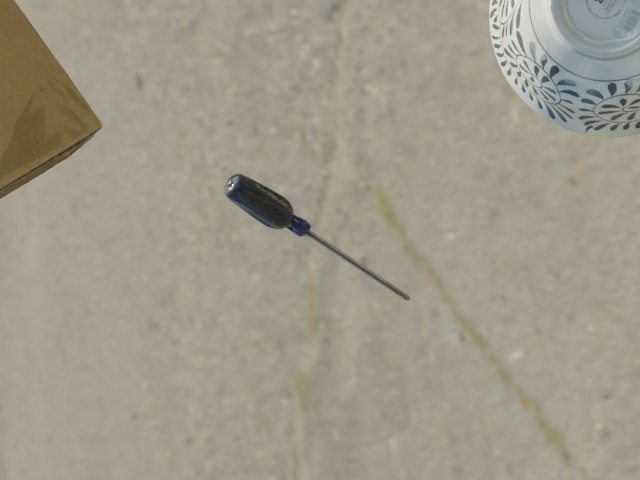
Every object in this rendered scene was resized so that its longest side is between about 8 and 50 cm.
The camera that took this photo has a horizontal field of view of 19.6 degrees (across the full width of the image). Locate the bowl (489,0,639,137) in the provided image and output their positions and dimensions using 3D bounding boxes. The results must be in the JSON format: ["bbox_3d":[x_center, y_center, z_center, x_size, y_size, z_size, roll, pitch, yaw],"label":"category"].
[{"bbox_3d":[0.191,-0.154,1.222,0.080,0.170,0.170,-4,-102,-77],"label":"bowl"}]

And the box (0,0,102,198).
[{"bbox_3d":[-0.174,-0.071,0.475,0.201,0.164,0.021,54,144,0],"label":"box"}]

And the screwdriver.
[{"bbox_3d":[0.000,0.000,1.289,0.024,0.170,0.025,-54,33,5],"label":"screwdriver"}]
